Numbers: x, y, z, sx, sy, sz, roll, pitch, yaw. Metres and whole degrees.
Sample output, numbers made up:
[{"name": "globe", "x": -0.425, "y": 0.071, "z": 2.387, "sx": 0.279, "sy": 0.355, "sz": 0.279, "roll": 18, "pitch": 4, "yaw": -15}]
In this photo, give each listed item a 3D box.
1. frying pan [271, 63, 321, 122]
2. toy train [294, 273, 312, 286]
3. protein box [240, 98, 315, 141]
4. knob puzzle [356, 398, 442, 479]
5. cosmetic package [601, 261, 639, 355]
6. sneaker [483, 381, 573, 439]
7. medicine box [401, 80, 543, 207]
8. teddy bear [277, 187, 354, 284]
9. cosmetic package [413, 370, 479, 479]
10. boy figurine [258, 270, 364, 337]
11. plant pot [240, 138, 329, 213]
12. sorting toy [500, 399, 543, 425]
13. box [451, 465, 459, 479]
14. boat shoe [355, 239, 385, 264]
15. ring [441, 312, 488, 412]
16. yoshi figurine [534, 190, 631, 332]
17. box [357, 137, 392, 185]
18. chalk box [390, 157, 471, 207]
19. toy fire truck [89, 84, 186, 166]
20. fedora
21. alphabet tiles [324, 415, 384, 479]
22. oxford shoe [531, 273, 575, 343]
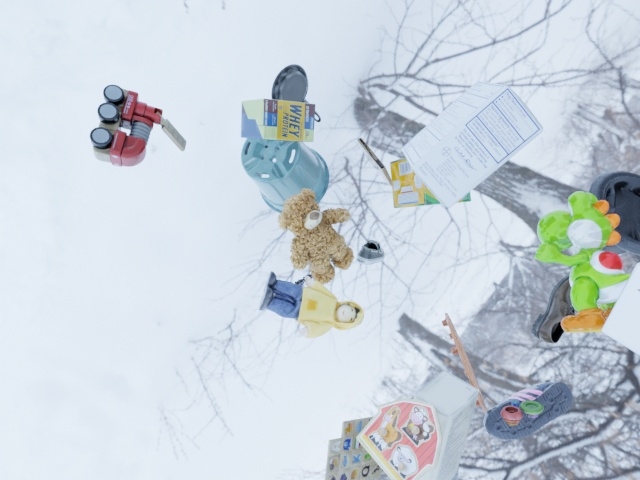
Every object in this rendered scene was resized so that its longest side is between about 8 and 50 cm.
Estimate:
[{"name": "frying pan", "x": -0.075, "y": -0.596, "z": 1.864, "sx": 0.053, "sy": 0.326, "sz": 0.197, "roll": 7, "pitch": 106, "yaw": -53}, {"name": "toy train", "x": -0.061, "y": 0.179, "z": 2.142, "sx": 0.158, "sy": 0.036, "sz": 0.027, "roll": -27, "pitch": -175, "yaw": -39}, {"name": "protein box", "x": -0.157, "y": -0.431, "z": 1.683, "sx": 0.201, "sy": 0.200, "sz": 0.135, "roll": -4, "pitch": 104, "yaw": -32}, {"name": "knob puzzle", "x": 0.204, "y": 0.468, "z": 1.121, "sx": 0.213, "sy": 0.213, "sz": 0.030, "roll": -51, "pitch": 142, "yaw": -8}, {"name": "cosmetic package", "x": 0.782, "y": 0.114, "z": 0.889, "sx": 0.454, "sy": 0.230, "sz": 0.161, "roll": -13, "pitch": 126, "yaw": -33}, {"name": "sneaker", "x": 0.617, "y": 0.526, "z": 1.432, "sx": 0.319, "sy": 0.112, "sz": 0.131, "roll": -11, "pitch": 166, "yaw": -19}, {"name": "medicine box", "x": 0.378, "y": -0.261, "z": 1.221, "sx": 0.289, "sy": 0.149, "sz": 0.263, "roll": -41, "pitch": -166, "yaw": 17}, {"name": "teddy bear", "x": 0.000, "y": 0.000, "z": 1.480, "sx": 0.245, "sy": 0.113, "sz": 0.337, "roll": -19, "pitch": 122, "yaw": -15}, {"name": "cosmetic package", "x": 0.318, "y": 0.536, "z": 1.274, "sx": 0.160, "sy": 0.113, "sz": 0.309, "roll": -16, "pitch": 120, "yaw": -43}, {"name": "boy figurine", "x": -0.019, "y": 0.184, "z": 1.239, "sx": 0.092, "sy": 0.285, "sz": 0.177, "roll": 120, "pitch": -13, "yaw": -52}, {"name": "plant pot", "x": -0.165, "y": -0.316, "z": 2.008, "sx": 0.341, "sy": 0.341, "sz": 0.334, "roll": -54, "pitch": 161, "yaw": -1}, {"name": "sorting toy", "x": 0.479, "y": 0.415, "z": 1.109, "sx": 0.061, "sy": 0.102, "sz": 0.042, "roll": -127, "pitch": -151, "yaw": -78}, {"name": "box", "x": 0.389, "y": 0.863, "z": 1.695, "sx": 0.203, "sy": 0.103, "sz": 0.114, "roll": -30, "pitch": -145, "yaw": 46}, {"name": "boat shoe", "x": 0.193, "y": 0.037, "z": 1.685, "sx": 0.219, "sy": 0.078, "sz": 0.070, "roll": -19, "pitch": 129, "yaw": -68}, {"name": "ring", "x": 0.467, "y": 0.398, "z": 1.524, "sx": 0.032, "sy": 0.336, "sz": 0.336, "roll": -24, "pitch": 162, "yaw": 13}, {"name": "yoshi figurine", "x": 0.671, "y": 0.059, "z": 1.219, "sx": 0.203, "sy": 0.203, "sz": 0.361, "roll": 30, "pitch": 56, "yaw": -66}, {"name": "box", "x": 0.222, "y": -0.311, "z": 1.860, "sx": 0.021, "sy": 0.164, "sz": 0.201, "roll": -38, "pitch": 159, "yaw": 6}, {"name": "chalk box", "x": 0.427, "y": -0.217, "z": 1.709, "sx": 0.289, "sy": 0.180, "sz": 0.179, "roll": -5, "pitch": 91, "yaw": -28}, {"name": "toy fire truck", "x": -0.532, "y": -0.314, "z": 1.395, "sx": 0.158, "sy": 0.247, "sz": 0.216, "roll": 142, "pitch": -42, "yaw": -65}, {"name": "fedora", "x": 0.993, "y": -0.068, "z": 1.536, "sx": 0.334, "sy": 0.334, "sz": 0.152, "roll": -42, "pitch": 165, "yaw": -28}, {"name": "alphabet tiles", "x": 0.151, "y": 0.802, "z": 1.725, "sx": 0.343, "sy": 0.011, "sz": 0.285, "roll": 9, "pitch": 86, "yaw": -40}, {"name": "oxford shoe", "x": 0.730, "y": 0.207, "z": 1.386, "sx": 0.227, "sy": 0.083, "sz": 0.096, "roll": -66, "pitch": -159, "yaw": 4}]
